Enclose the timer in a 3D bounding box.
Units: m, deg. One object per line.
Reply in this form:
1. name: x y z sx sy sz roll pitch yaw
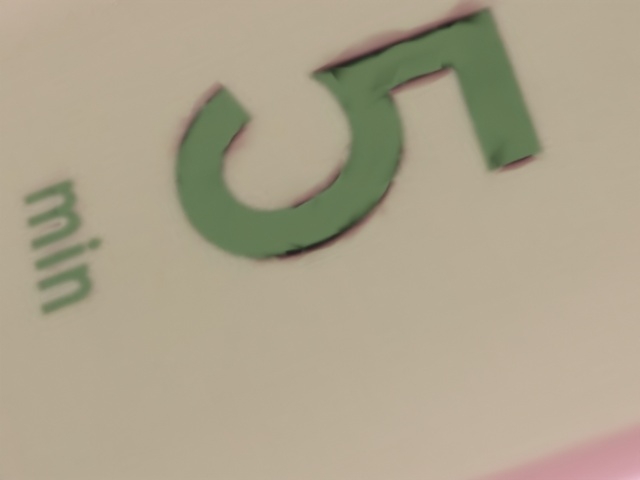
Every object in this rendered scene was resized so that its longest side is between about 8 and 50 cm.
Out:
1. timer: 0.020 0.034 0.430 0.195 0.192 0.194 -20 55 8
